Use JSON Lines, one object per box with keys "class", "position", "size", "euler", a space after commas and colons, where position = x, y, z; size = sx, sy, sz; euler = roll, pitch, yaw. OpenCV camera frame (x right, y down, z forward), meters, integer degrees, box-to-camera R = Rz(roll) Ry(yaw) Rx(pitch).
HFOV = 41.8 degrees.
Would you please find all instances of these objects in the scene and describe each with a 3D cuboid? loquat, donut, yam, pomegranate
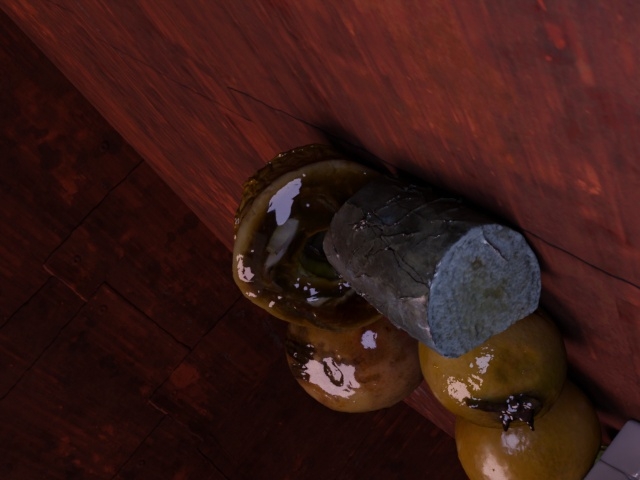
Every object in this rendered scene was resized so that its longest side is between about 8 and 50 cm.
{"class": "loquat", "position": [0.370, 0.352, 1.545], "size": [0.275, 0.275, 0.275], "euler": [39, 170, 9]}
{"class": "donut", "position": [0.000, 0.000, 1.394], "size": [0.330, 0.330, 0.160], "euler": [47, -177, -30]}
{"class": "yam", "position": [0.145, 0.016, 1.206], "size": [0.271, 0.202, 0.201], "euler": [29, 143, 52]}
{"class": "pomegranate", "position": [0.080, 0.217, 1.780], "size": [0.322, 0.322, 0.322], "euler": [39, 170, 9]}
{"class": "loquat", "position": [0.272, 0.190, 1.322], "size": [0.244, 0.244, 0.244], "euler": [39, 170, 9]}

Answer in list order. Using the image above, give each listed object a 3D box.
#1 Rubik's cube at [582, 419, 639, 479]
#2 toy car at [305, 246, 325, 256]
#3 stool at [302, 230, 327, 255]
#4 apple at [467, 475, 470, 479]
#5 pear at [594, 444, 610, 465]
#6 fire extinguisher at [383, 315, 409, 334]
{"class": "Rubik's cube", "position": [0.603, 0.529, 1.392], "size": [0.290, 0.291, 0.291], "euler": [46, 168, -22]}
{"class": "toy car", "position": [-0.061, 0.024, 1.725], "size": [0.198, 0.314, 0.166], "euler": [42, 132, -17]}
{"class": "stool", "position": [-0.001, -0.050, 1.559], "size": [0.153, 0.139, 0.228], "euler": [36, 167, 22]}
{"class": "apple", "position": [0.436, 0.465, 1.826], "size": [0.217, 0.260, 0.260], "euler": [14, 173, -9]}
{"class": "pear", "position": [0.590, 0.521, 1.699], "size": [0.164, 0.238, 0.255], "euler": [25, -173, 43]}
{"class": "fire extinguisher", "position": [0.247, 0.165, 1.650], "size": [0.337, 0.106, 0.147], "euler": [34, -163, -15]}
